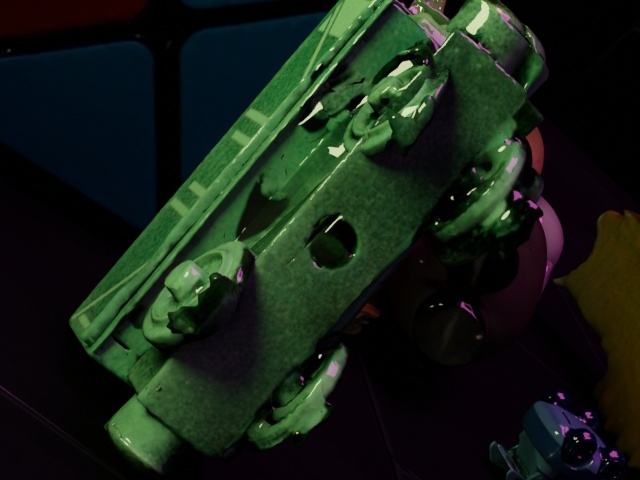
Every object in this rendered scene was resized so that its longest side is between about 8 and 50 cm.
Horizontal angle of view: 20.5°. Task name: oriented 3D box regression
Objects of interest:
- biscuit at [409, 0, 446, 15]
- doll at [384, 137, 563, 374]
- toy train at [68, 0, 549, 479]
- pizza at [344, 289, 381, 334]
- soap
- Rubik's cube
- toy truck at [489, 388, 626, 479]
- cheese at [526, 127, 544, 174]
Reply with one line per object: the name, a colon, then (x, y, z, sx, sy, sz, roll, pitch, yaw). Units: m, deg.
biscuit: (-0.021, -0.289, 1.861, 0.281, 0.084, 0.179, 12, 9, -21)
doll: (0.113, 0.012, 1.312, 0.117, 0.182, 0.257, 27, 12, 6)
toy train: (0.000, 0.000, 0.833, 0.115, 0.269, 0.154, 41, -2, -14)
pizza: (-0.008, -0.003, 1.295, 0.181, 0.034, 0.262, 49, 13, 18)
soap: (0.324, 0.118, 1.664, 0.304, 0.169, 0.339, 47, 12, 8)
Rubik's cube: (-0.124, -0.185, 1.017, 0.248, 0.246, 0.250, 36, 16, -37)
toy truck: (0.188, 0.167, 1.293, 0.136, 0.074, 0.063, 35, 17, -37)
cheese: (0.134, -0.130, 1.919, 0.259, 0.128, 0.316, 46, 11, 10)
